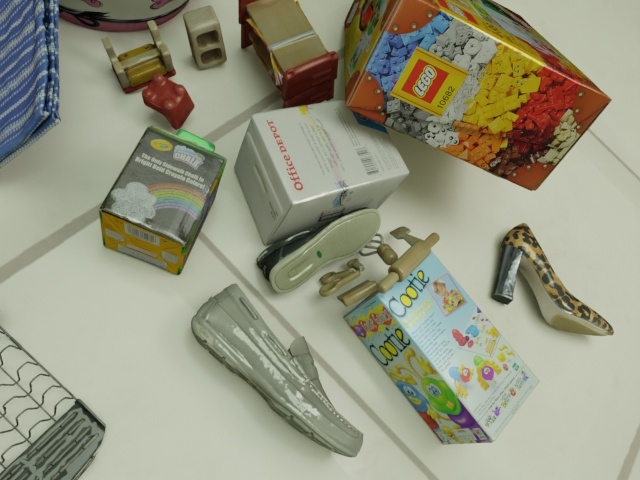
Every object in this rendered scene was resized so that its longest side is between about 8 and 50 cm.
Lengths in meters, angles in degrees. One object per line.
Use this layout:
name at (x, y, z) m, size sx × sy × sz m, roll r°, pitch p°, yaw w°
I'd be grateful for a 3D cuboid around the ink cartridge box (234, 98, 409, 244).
ink cartridge box at (-0.007, -0.122, 0.881) m, size 0.232 × 0.168 × 0.171 m, roll -16°, pitch 73°, yaw -27°

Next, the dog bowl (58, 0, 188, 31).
dog bowl at (-0.406, -0.574, 0.940) m, size 0.407 × 0.150 × 0.409 m, roll 8°, pitch 65°, yaw -17°

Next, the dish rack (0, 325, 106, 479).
dish rack at (-0.421, 0.226, 0.621) m, size 0.271 × 0.074 × 0.208 m, roll 43°, pitch 60°, yaw 1°

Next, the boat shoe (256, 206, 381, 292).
boat shoe at (0.000, 0.000, 0.866) m, size 0.233 × 0.084 × 0.079 m, roll -29°, pitch 37°, yaw -17°

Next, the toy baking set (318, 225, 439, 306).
toy baking set at (0.100, 0.026, 0.848) m, size 0.256 × 0.196 × 0.030 m, roll -36°, pitch 110°, yaw -32°

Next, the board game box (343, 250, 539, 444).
board game box at (0.194, 0.180, 0.840) m, size 0.144 × 0.142 × 0.275 m, roll -35°, pitch 83°, yaw -30°

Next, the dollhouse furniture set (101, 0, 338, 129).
dollhouse furniture set at (-0.175, -0.315, 0.940) m, size 0.373 × 0.152 × 0.201 m, roll -25°, pitch 78°, yaw -11°

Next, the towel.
towel at (-0.465, -0.275, 0.740) m, size 0.040 × 0.243 × 0.336 m, roll 15°, pitch 60°, yaw -54°

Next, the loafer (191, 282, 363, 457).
loafer at (-0.051, 0.194, 0.757) m, size 0.319 × 0.112 × 0.111 m, roll 42°, pitch 68°, yaw 1°

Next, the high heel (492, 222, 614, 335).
high heel at (0.490, 0.078, 1.026) m, size 0.261 × 0.093 × 0.186 m, roll 23°, pitch 67°, yaw 0°

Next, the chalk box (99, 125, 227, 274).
chalk box at (-0.238, -0.079, 0.796) m, size 0.132 × 0.132 × 0.213 m, roll 24°, pitch 60°, yaw -9°

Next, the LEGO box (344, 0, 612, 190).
LEGO box at (0.249, -0.359, 0.963) m, size 0.372 × 0.193 × 0.500 m, roll 21°, pitch 36°, yaw -13°
